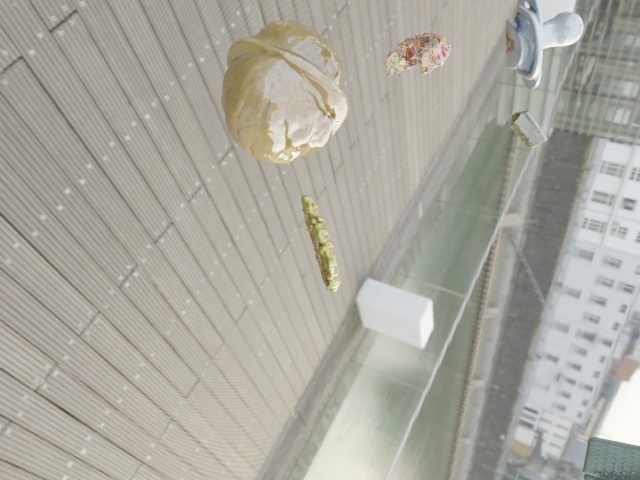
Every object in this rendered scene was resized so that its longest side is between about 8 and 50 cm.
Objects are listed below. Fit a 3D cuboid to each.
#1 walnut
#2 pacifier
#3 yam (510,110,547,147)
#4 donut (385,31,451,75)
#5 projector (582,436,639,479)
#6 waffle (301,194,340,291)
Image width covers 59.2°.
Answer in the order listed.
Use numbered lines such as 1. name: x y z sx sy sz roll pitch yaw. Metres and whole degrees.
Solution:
1. walnut: -0.077 -0.310 1.190 0.296 0.285 0.285 -60 153 -18
2. pacifier: 0.633 -0.568 1.585 0.227 0.207 0.279 -98 174 -53
3. yam: 0.630 -0.339 1.718 0.146 0.070 0.069 43 63 -24
4. donut: 0.341 -0.651 1.949 0.199 0.233 0.085 -48 127 -26
5. projector: 0.625 0.448 0.993 0.192 0.257 0.099 42 60 -33
6. waffle: 0.001 0.006 1.718 0.058 0.281 0.300 -18 142 -4
